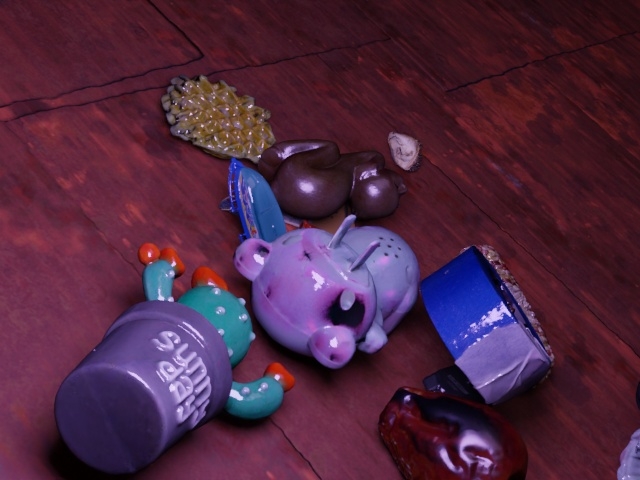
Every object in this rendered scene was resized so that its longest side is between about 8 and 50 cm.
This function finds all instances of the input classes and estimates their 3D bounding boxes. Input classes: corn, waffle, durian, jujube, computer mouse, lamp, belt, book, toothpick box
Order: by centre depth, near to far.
[{"bbox_3d":[0.188,0.303,1.544,0.236,0.168,0.168,32,35,29],"label":"jujube"},{"bbox_3d":[0.036,0.060,1.634,0.247,0.247,0.301,51,34,18],"label":"lamp"},{"bbox_3d":[0.257,0.129,1.660,0.212,0.117,0.347,55,9,-7],"label":"belt"},{"bbox_3d":[0.222,0.247,1.690,0.172,0.057,0.099,2,37,-47],"label":"computer mouse"},{"bbox_3d":[0.000,0.000,1.821,0.083,0.047,0.047,23,39,-10],"label":"toothpick box"},{"bbox_3d":[0.326,0.131,1.863,0.098,0.098,0.290,-1,49,-35],"label":"corn"},{"bbox_3d":[-0.017,-0.058,1.900,0.172,0.012,0.118,18,41,-17],"label":"book"},{"bbox_3d":[-0.187,-0.221,1.927,0.223,0.054,0.204,18,40,-20],"label":"waffle"},{"bbox_3d":[0.177,-0.181,2.155,0.066,0.052,0.130,-16,45,3],"label":"durian"}]

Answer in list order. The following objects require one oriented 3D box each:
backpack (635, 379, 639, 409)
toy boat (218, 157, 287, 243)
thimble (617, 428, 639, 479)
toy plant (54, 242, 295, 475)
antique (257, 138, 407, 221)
[{"bbox_3d":[0.782,0.236,1.940,0.363,0.255,0.445,40,34,4],"label":"backpack"},{"bbox_3d":[-0.130,-0.054,1.762,0.091,0.110,0.175,-36,115,-49],"label":"toy boat"},{"bbox_3d":[0.581,0.398,1.677,0.149,0.185,0.211,14,50,-20],"label":"thimble"},{"bbox_3d":[-0.187,0.166,1.418,0.279,0.185,0.400,30,22,6],"label":"toy plant"},{"bbox_3d":[0.029,-0.096,1.848,0.256,0.121,0.143,8,32,-27],"label":"antique"}]
